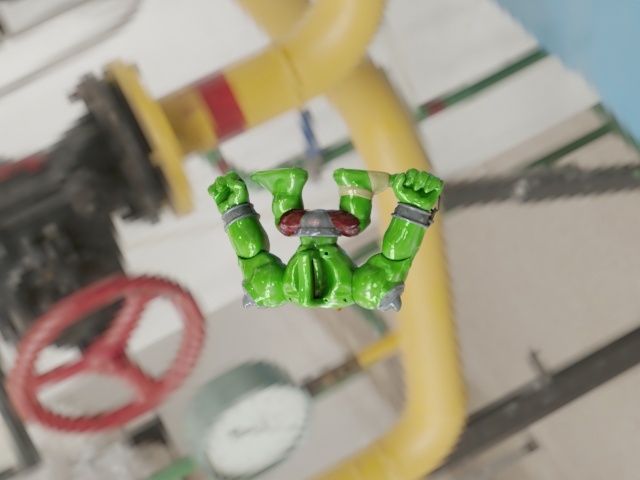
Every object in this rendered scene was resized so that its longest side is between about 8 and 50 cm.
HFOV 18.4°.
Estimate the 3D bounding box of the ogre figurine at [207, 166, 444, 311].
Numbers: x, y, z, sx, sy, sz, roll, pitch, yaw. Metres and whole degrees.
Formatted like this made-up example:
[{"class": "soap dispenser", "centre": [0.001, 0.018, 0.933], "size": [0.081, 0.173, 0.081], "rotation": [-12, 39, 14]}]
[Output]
[{"class": "ogre figurine", "centre": [0.000, 0.000, 1.629], "size": [0.097, 0.197, 0.118], "rotation": [81, -168, -83]}]
